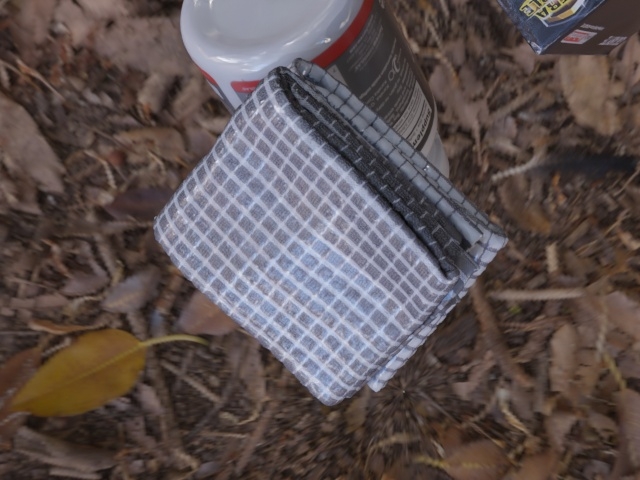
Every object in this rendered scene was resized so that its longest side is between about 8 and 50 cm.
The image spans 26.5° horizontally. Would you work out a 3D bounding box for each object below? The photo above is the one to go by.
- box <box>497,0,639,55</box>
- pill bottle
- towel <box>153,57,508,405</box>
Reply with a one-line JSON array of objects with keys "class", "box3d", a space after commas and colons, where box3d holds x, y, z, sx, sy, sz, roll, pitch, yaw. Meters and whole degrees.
[{"class": "box", "box3d": [0.300, -0.259, 1.078, 0.293, 0.295, 0.073, -39, 81, 21]}, {"class": "pill bottle", "box3d": [0.009, -0.165, 1.522, 0.210, 0.363, 0.210, -12, 54, 17]}, {"class": "towel", "box3d": [0.000, 0.000, 1.311, 0.284, 0.121, 0.235, 44, 120, 6]}]
